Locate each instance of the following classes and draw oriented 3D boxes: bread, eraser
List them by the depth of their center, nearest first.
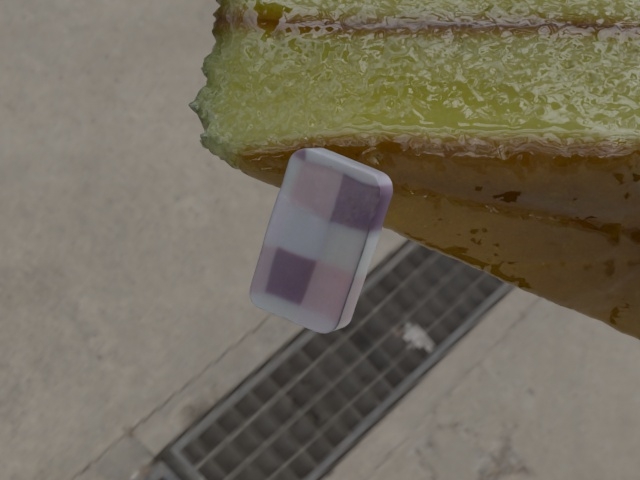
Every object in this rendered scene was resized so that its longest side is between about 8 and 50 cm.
[{"bbox_3d":[0.000,0.000,0.923,0.065,0.105,0.026,23,12,19],"label":"eraser"},{"bbox_3d":[0.091,-0.080,1.148,0.362,0.245,0.233,2,49,2],"label":"bread"}]
